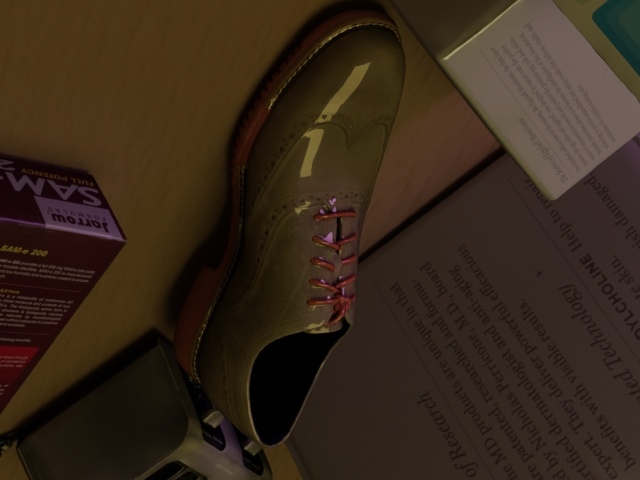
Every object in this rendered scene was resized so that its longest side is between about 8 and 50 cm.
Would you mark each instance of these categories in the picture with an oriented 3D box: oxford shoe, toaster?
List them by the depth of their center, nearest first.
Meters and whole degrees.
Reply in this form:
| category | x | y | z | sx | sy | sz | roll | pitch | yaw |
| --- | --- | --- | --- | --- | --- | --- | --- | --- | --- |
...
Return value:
| category | x | y | z | sx | sy | sz | roll | pitch | yaw |
| --- | --- | --- | --- | --- | --- | --- | --- | --- | --- |
| oxford shoe | 0.000 | 0.000 | 1.016 | 0.123 | 0.130 | 0.348 | -4 | 129 | -34 |
| toaster | -0.153 | 0.190 | 1.166 | 0.186 | 0.110 | 0.168 | -35 | 145 | 4 |

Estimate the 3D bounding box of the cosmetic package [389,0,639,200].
| category | x | y | z | sx | sy | sz | roll | pitch | yaw |
| --- | --- | --- | --- | --- | --- | --- | --- | --- | --- |
| cosmetic package | 0.176 | -0.180 | 0.939 | 0.225 | 0.138 | 0.224 | -39 | 145 | 7 |

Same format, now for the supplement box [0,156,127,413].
| category | x | y | z | sx | sy | sz | roll | pitch | yaw |
| --- | --- | --- | --- | --- | --- | --- | --- | --- | --- |
| supplement box | -0.254 | 0.052 | 0.944 | 0.130 | 0.073 | 0.239 | 11 | 128 | -46 |

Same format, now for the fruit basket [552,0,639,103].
| category | x | y | z | sx | sy | sz | roll | pitch | yaw |
| --- | --- | --- | --- | --- | --- | --- | --- | --- | --- |
| fruit basket | 0.203 | -0.280 | 0.699 | 0.327 | 0.353 | 0.165 | -40 | -170 | 11 |

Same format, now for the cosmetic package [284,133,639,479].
| category | x | y | z | sx | sy | sz | roll | pitch | yaw |
| --- | --- | --- | --- | --- | --- | --- | --- | --- | --- |
| cosmetic package | 0.217 | 0.153 | 1.223 | 0.394 | 0.327 | 0.329 | -38 | 146 | 10 |
